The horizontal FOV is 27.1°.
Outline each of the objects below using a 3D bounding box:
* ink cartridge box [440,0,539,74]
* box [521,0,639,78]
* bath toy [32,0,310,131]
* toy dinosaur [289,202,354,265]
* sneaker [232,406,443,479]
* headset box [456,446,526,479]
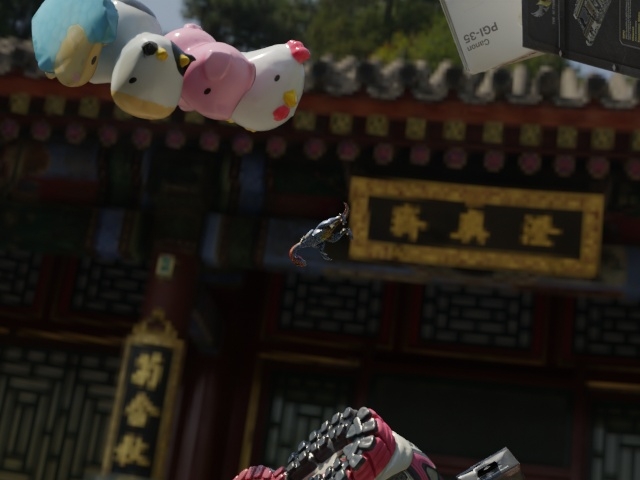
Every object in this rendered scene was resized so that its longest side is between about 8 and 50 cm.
[{"bbox_3d":[0.269,-0.263,1.286,0.207,0.117,0.283,-20,2,37],"label":"ink cartridge box"},{"bbox_3d":[0.237,-0.246,1.031,0.056,0.231,0.183,-23,31,-31],"label":"box"},{"bbox_3d":[-0.140,-0.192,1.456,0.129,0.151,0.348,-33,-26,34],"label":"bath toy"},{"bbox_3d":[0.000,0.000,1.691,0.082,0.090,0.047,-22,-73,19],"label":"toy dinosaur"},{"bbox_3d":[-0.015,0.268,1.228,0.112,0.120,0.299,37,-48,-20],"label":"sneaker"},{"bbox_3d":[0.180,0.257,1.363,0.062,0.032,0.083,-29,-55,-8],"label":"headset box"}]
